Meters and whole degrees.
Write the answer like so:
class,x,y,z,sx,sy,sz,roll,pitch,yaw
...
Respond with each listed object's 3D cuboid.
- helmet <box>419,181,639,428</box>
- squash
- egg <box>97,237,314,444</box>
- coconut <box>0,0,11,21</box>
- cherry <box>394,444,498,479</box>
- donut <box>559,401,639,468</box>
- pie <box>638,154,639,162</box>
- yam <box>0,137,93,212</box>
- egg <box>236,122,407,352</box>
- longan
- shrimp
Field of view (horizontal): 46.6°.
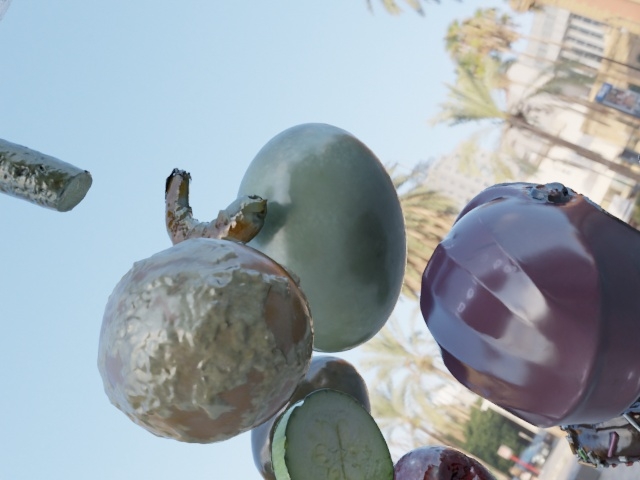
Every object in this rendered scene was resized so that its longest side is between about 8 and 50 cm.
class,x,y,z,sx,sy,sz,roll,pitch,yaw
helmet,0.235,0.081,0.869,0.197,0.338,0.270,-16,-50,-45
squash,0.021,0.347,1.174,0.041,0.219,0.219,-39,-1,43
egg,-0.116,0.100,0.739,0.203,0.245,0.203,17,-116,-39
coconut,-0.342,-0.241,0.592,0.237,0.197,0.237,-38,5,4
cherry,0.243,0.527,1.508,0.300,0.230,0.202,123,161,-63
donut,0.507,0.286,1.146,0.270,0.270,0.103,37,-137,-68
pie,0.303,-0.111,0.575,0.154,0.036,0.154,-47,-13,-15
yam,-0.414,-0.093,1.043,0.078,0.179,0.078,20,-90,-81
egg,0.000,0.000,1.120,0.258,0.259,0.352,-34,-64,-50
longan,-0.023,0.444,1.807,0.350,0.289,0.288,-59,-22,-16
shrimp,-0.148,-0.051,1.019,0.161,0.166,0.049,-35,-30,20
